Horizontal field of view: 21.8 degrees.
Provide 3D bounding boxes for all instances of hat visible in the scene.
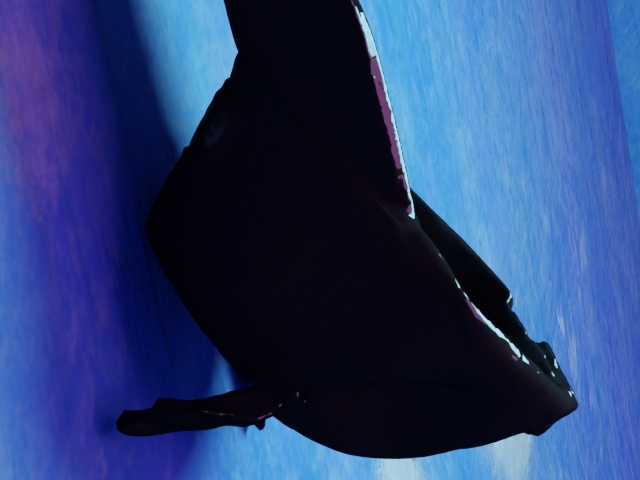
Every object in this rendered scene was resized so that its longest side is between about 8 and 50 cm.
[{"bbox_3d":[-0.032,-0.007,0.893,0.336,0.209,0.238,60,4,-13],"label":"hat"}]
